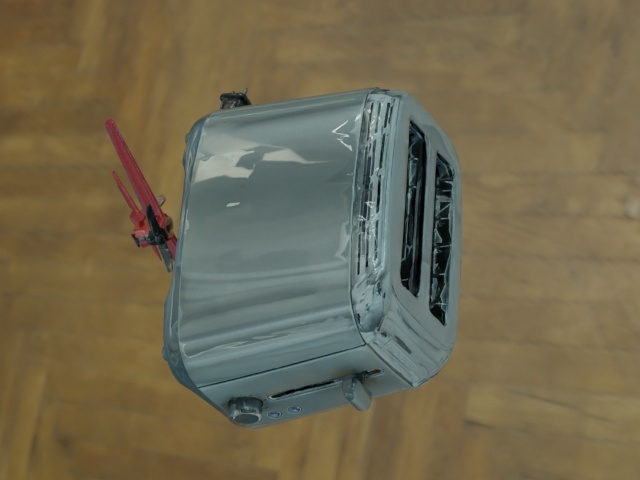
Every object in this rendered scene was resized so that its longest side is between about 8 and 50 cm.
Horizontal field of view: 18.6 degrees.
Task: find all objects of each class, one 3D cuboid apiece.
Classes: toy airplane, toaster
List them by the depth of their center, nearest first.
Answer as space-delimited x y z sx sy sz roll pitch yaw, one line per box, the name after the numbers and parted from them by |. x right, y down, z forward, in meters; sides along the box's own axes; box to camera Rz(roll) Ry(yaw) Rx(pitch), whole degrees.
0.000 0.000 1.179 0.146 0.129 0.227 -9 58 25 | toaster
-0.110 -0.014 1.256 0.028 0.151 0.151 -28 51 -2 | toy airplane
